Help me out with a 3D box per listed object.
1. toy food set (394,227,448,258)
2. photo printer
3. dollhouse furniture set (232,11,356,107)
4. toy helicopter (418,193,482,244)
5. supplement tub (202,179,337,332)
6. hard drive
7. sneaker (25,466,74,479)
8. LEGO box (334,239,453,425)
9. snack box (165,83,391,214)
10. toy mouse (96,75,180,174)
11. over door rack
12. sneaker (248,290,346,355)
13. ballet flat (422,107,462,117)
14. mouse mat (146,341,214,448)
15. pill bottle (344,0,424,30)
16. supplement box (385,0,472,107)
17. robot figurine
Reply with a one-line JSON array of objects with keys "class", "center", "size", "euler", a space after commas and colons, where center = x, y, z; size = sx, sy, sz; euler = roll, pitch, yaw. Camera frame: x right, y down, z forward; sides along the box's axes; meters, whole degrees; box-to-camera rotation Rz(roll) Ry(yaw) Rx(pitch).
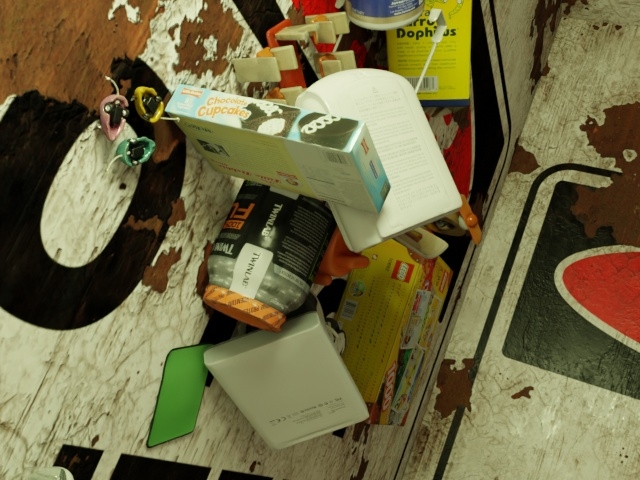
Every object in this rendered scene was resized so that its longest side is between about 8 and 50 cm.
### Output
[{"class": "toy food set", "center": [0.118, -0.082, 1.519], "size": [0.306, 0.220, 0.092], "euler": [32, 92, -37]}, {"class": "photo printer", "center": [0.099, -0.156, 1.259], "size": [0.256, 0.107, 0.307], "euler": [-21, 87, -41]}, {"class": "dollhouse furniture set", "center": [-0.048, -0.280, 1.339], "size": [0.262, 0.135, 0.259], "euler": [-48, 134, -45]}, {"class": "toy helicopter", "center": [0.374, -0.087, 2.182], "size": [0.140, 0.235, 0.355], "euler": [-68, 155, -13]}, {"class": "supplement tub", "center": [-0.083, -0.005, 1.301], "size": [0.315, 0.194, 0.193], "euler": [-68, 155, -16]}, {"class": "hard drive", "center": [-0.058, 0.298, 1.453], "size": [0.047, 0.233, 0.353], "euler": [-105, 173, -46]}, {"class": "sneaker", "center": [-0.411, 0.459, 1.025], "size": [0.129, 0.111, 0.297], "euler": [-22, 129, -79]}, {"class": "LEGO box", "center": [0.188, 0.262, 2.045], "size": [0.372, 0.193, 0.500], "euler": [34, 73, -64]}, {"class": "snack box", "center": [-0.063, -0.142, 1.103], "size": [0.060, 0.322, 0.187], "euler": [-66, 154, -17]}, {"class": "toy mouse", "center": [-0.275, -0.155, 0.995], "size": [0.143, 0.031, 0.161], "euler": [-67, 155, -16]}, {"class": "over door rack", "center": [0.111, -0.321, 1.468], "size": [0.108, 0.240, 0.324], "euler": [20, 87, -64]}, {"class": "sneaker", "center": [-0.042, 0.216, 1.615], "size": [0.257, 0.169, 0.447], "euler": [-61, 162, -46]}, {"class": "ballet flat", "center": [0.335, -0.415, 2.071], "size": [0.348, 0.123, 0.123], "euler": [-1, 106, -66]}, {"class": "mouse mat", "center": [-0.260, 0.285, 1.329], "size": [0.153, 0.007, 0.189], "euler": [5, 98, -66]}, {"class": "pill bottle", "center": [0.112, -0.530, 1.277], "size": [0.153, 0.153, 0.264], "euler": [-55, 151, -37]}, {"class": "supplement box", "center": [0.256, -0.511, 1.661], "size": [0.356, 0.195, 0.194], "euler": [79, 16, -45]}, {"class": "robot figurine", "center": [0.001, -0.002, 1.455], "size": [0.128, 0.219, 0.158], "euler": [-47, 137, -33]}]
